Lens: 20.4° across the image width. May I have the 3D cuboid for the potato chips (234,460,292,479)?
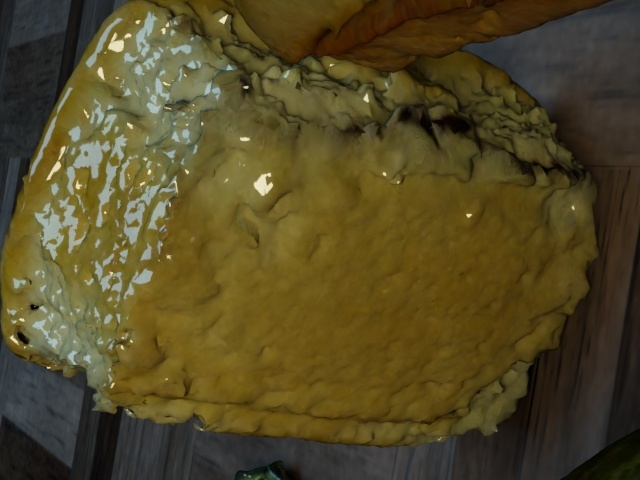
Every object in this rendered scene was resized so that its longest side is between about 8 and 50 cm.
[{"bbox_3d":[-0.022,0.185,0.969,0.207,0.028,0.091,-129,50,-66],"label":"potato chips"}]

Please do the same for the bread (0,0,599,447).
[{"bbox_3d":[0.000,0.000,0.714,0.121,0.246,0.174,48,120,42],"label":"bread"}]

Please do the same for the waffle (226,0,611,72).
[{"bbox_3d":[0.089,-0.180,0.519,0.328,0.098,0.224,-17,54,62],"label":"waffle"}]

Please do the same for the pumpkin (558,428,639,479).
[{"bbox_3d":[0.121,0.147,0.424,0.224,0.157,0.223,-22,61,48],"label":"pumpkin"}]
